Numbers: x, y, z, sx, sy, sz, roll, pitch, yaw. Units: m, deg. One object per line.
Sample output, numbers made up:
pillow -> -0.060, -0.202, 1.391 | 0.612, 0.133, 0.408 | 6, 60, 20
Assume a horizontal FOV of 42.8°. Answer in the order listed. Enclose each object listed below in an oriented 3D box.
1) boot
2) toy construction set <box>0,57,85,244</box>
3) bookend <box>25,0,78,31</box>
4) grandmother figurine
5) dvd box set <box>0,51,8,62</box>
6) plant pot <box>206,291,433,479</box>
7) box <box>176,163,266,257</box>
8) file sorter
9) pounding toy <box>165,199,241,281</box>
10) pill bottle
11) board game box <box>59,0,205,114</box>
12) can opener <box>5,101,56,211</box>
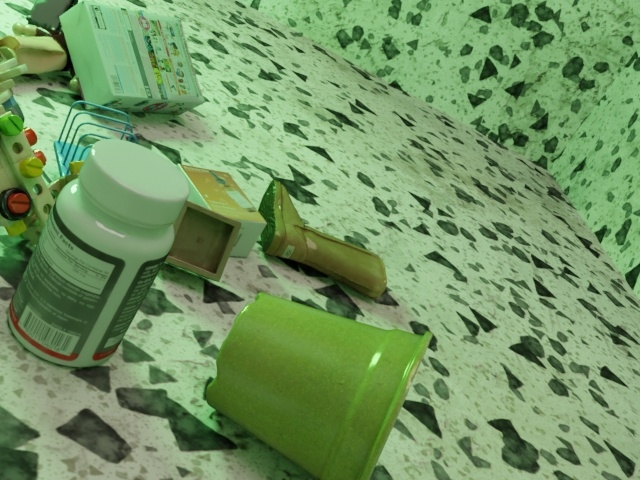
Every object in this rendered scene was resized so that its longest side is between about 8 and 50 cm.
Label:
boot -> 0.000, 0.000, 1.744 | 0.269, 0.089, 0.236 | 22, 36, -22
toy construction set -> -0.439, -0.129, 1.235 | 0.215, 0.151, 0.328 | -44, 108, -44
bookend -> -0.656, -0.551, 1.995 | 0.072, 0.156, 0.157 | 26, 68, -15
grandmother figurine -> -0.586, -0.413, 1.802 | 0.208, 0.104, 0.342 | 55, 28, 2
dvd box set -> -0.765, -0.499, 1.471 | 0.307, 0.062, 0.420 | 38, -14, 25
plant pot -> -0.011, 0.202, 1.153 | 0.254, 0.276, 0.276 | 24, 22, 10
box -> -0.209, -0.057, 1.581 | 0.130, 0.091, 0.170 | 6, 35, -45
file sorter -> -0.386, -0.154, 1.430 | 0.118, 0.104, 0.170 | 12, 30, -32
pounding toy -> -0.228, -0.015, 1.426 | 0.141, 0.130, 0.100 | 23, -7, -19
pill bottle -> -0.294, 0.017, 1.092 | 0.161, 0.283, 0.161 | 27, 24, -13
board game box -> -0.423, -0.409, 1.869 | 0.303, 0.097, 0.224 | -9, 81, -56
can opener -> -0.524, -0.160, 1.391 | 0.283, 0.095, 0.076 | 45, 27, 28
